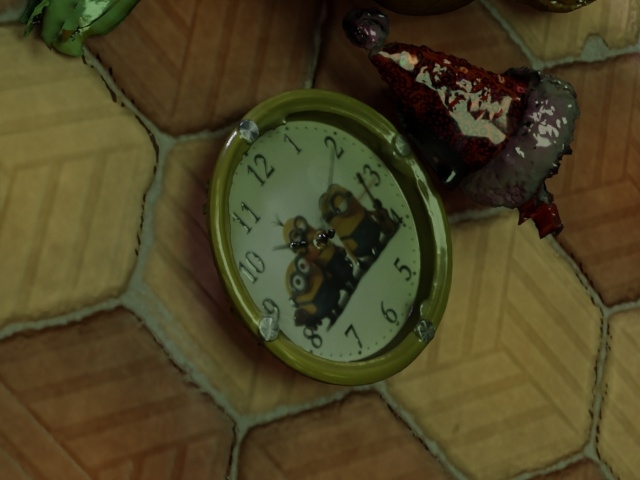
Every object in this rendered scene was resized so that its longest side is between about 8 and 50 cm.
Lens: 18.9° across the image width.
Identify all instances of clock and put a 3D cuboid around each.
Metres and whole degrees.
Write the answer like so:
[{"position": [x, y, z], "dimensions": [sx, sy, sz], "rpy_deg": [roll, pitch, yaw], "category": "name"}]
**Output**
[{"position": [0.000, 0.000, 1.480], "dimensions": [0.237, 0.057, 0.237], "rpy_deg": [11, 71, -35], "category": "clock"}]

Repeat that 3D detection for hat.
[{"position": [0.101, -0.108, 1.526], "dimensions": [0.227, 0.129, 0.140], "rpy_deg": [31, 59, -29], "category": "hat"}]

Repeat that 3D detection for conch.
[{"position": [-0.155, -0.210, 1.413], "dimensions": [0.106, 0.079, 0.170], "rpy_deg": [21, 83, -24], "category": "conch"}]

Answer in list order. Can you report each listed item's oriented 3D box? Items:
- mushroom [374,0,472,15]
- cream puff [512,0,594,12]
[{"position": [0.075, -0.338, 1.476], "dimensions": [0.239, 0.345, 0.345], "rpy_deg": [-22, 93, -1], "category": "mushroom"}, {"position": [0.209, -0.267, 1.662], "dimensions": [0.126, 0.103, 0.144], "rpy_deg": [28, 70, -29], "category": "cream puff"}]
